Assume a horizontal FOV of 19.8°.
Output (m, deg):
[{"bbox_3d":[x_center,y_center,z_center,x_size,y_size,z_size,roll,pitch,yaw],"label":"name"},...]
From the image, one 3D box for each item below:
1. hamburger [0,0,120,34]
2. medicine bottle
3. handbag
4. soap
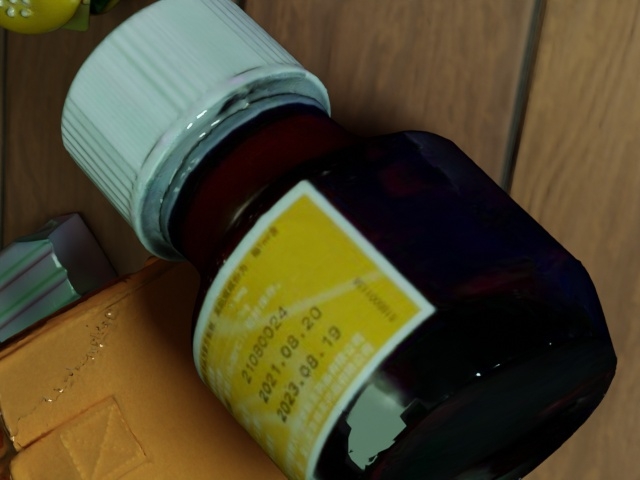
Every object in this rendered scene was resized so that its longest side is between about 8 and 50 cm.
[{"bbox_3d":[-0.213,-0.233,1.388,0.162,0.115,0.162,23,128,33],"label":"hamburger"},{"bbox_3d":[0.000,0.000,1.250,0.395,0.242,0.242,51,138,30],"label":"medicine bottle"},{"bbox_3d":[-0.092,0.226,1.391,0.116,0.303,0.410,-21,98,44],"label":"handbag"},{"bbox_3d":[-0.239,0.042,1.606,0.149,0.056,0.100,-33,90,48],"label":"soap"}]
